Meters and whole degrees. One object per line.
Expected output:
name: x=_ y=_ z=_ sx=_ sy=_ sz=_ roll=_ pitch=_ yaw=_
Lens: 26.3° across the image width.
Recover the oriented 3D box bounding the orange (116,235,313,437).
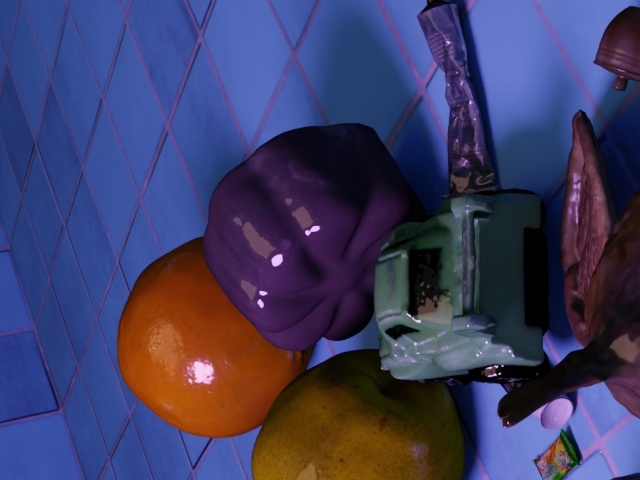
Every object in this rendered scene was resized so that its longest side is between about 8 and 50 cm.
orange: x=-0.160 y=0.147 z=2.094 sx=0.312 sy=0.312 sz=0.312 roll=33 pitch=128 yaw=56

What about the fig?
fig: x=0.298 y=0.080 z=1.109 sx=0.286 sy=0.369 sz=0.286 roll=35 pitch=136 yaw=43

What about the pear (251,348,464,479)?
pear: x=0.048 y=0.284 z=1.769 sx=0.294 sy=0.294 sz=0.294 roll=33 pitch=128 yaw=56

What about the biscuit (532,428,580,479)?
biscuit: x=0.274 y=0.258 z=1.594 sx=0.046 sy=0.016 sz=0.089 roll=66 pitch=150 yaw=26

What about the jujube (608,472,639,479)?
jujube: x=0.328 y=0.371 z=1.308 sx=0.308 sy=0.215 sz=0.246 roll=42 pitch=135 yaw=52

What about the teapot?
teapot: x=0.323 y=-0.174 z=1.314 sx=0.110 sy=0.085 sz=0.080 roll=24 pitch=100 yaw=26

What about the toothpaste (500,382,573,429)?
toothpaste: x=0.229 y=0.156 z=1.621 sx=0.193 sy=0.045 sz=0.071 roll=-130 pitch=42 yaw=-53

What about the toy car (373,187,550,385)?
toy car: x=0.148 y=0.055 z=1.553 sx=0.359 sy=0.176 sz=0.213 roll=162 pitch=111 yaw=-64

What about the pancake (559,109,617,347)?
pancake: x=0.269 y=-0.005 z=1.373 sx=0.250 sy=0.031 sz=0.250 roll=-2 pitch=-90 yaw=-88

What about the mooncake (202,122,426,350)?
mooncake: x=0.000 y=0.000 z=1.757 sx=0.154 sy=0.306 sz=0.306 roll=53 pitch=144 yaw=32

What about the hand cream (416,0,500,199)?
hand cream: x=0.156 y=-0.170 z=1.629 sx=0.075 sy=0.052 sz=0.248 roll=-4 pitch=96 yaw=64
